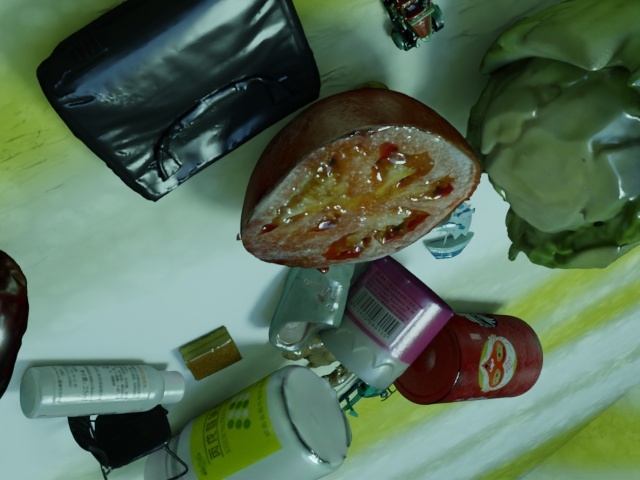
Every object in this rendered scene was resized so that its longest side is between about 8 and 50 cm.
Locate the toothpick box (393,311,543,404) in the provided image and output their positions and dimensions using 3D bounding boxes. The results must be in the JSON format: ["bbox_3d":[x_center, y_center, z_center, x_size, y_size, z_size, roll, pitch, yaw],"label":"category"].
[{"bbox_3d":[0.332,0.263,1.597,0.333,0.204,0.204,9,128,-42],"label":"toothpick box"}]

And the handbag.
[{"bbox_3d":[-0.145,-0.180,0.791,0.275,0.088,0.244,-35,148,-2],"label":"handbag"}]

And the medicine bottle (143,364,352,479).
[{"bbox_3d":[-0.145,0.408,1.362,0.378,0.214,0.213,-34,147,22],"label":"medicine bottle"}]

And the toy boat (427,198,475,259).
[{"bbox_3d":[0.263,-0.027,1.348,0.105,0.034,0.149,6,118,-38],"label":"toy boat"}]

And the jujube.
[{"bbox_3d":[-0.446,0.122,0.849,0.183,0.183,0.243,17,116,-47],"label":"jujube"}]

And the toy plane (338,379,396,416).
[{"bbox_3d":[0.114,0.346,1.659,0.235,0.060,0.096,-46,135,14],"label":"toy plane"}]

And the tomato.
[{"bbox_3d":[0.042,-0.094,0.960,0.338,0.144,0.338,-11,153,-6],"label":"tomato"}]

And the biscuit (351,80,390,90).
[{"bbox_3d":[0.065,-0.186,0.995,0.084,0.023,0.084,-20,144,-16],"label":"biscuit"}]

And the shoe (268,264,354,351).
[{"bbox_3d":[-0.008,0.109,1.221,0.103,0.100,0.251,9,121,-36],"label":"shoe"}]

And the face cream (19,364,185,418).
[{"bbox_3d":[-0.347,0.246,1.159,0.269,0.082,0.082,9,128,-42],"label":"face cream"}]

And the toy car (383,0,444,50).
[{"bbox_3d":[0.111,-0.296,0.869,0.073,0.054,0.143,-33,144,3],"label":"toy car"}]

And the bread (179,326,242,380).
[{"bbox_3d":[-0.195,0.206,1.267,0.094,0.035,0.090,-26,145,-9],"label":"bread"}]

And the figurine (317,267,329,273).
[{"bbox_3d":[0.000,0.000,1.138,0.071,0.083,0.067,-54,-177,15],"label":"figurine"}]

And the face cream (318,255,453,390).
[{"bbox_3d":[0.117,0.147,1.287,0.195,0.175,0.175,-49,143,7],"label":"face cream"}]

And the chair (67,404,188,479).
[{"bbox_3d":[-0.339,0.335,1.232,0.145,0.140,0.221,-23,141,-13],"label":"chair"}]

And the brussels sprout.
[{"bbox_3d":[0.411,-0.183,1.013,0.361,0.342,0.425,-46,158,-30],"label":"brussels sprout"}]

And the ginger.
[{"bbox_3d":[0.006,0.201,1.400,0.149,0.065,0.259,-43,135,-3],"label":"ginger"}]
